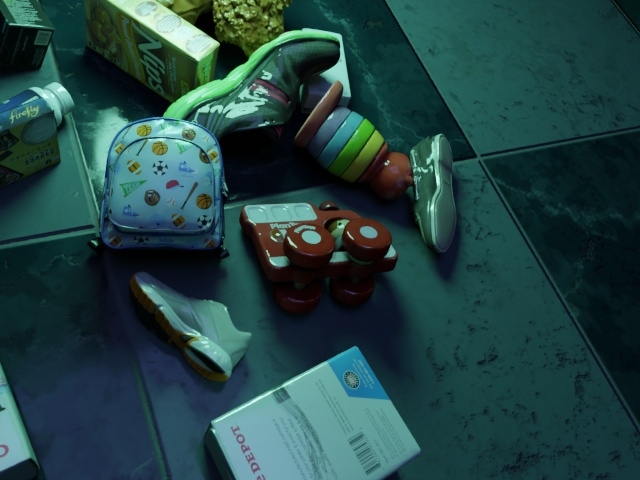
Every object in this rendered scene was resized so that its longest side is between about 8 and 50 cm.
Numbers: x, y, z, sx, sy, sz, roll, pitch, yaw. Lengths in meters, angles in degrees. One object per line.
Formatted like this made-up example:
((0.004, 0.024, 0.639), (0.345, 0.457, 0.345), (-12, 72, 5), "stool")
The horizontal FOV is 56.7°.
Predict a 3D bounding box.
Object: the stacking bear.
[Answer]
((0.094, -0.209, 1.414), (0.289, 0.175, 0.164), (36, 58, -5), "stacking bear")

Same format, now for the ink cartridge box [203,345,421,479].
((-0.018, 0.362, 1.046), (0.308, 0.129, 0.223), (-22, 70, -28), "ink cartridge box")

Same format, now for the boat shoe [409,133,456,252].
((0.268, -0.110, 1.459), (0.112, 0.096, 0.335), (35, 51, -40), "boat shoe")

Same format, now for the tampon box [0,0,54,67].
((-0.688, -0.483, 1.317), (0.101, 0.120, 0.161), (-15, 65, -49), "tampon box")

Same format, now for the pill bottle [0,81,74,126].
((-0.608, -0.262, 1.243), (0.094, 0.094, 0.169), (39, 56, 7), "pill bottle")

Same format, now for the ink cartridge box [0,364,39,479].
((-0.602, 0.263, 0.912), (0.226, 0.131, 0.306), (-23, 68, -28), "ink cartridge box")

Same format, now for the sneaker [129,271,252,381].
((-0.246, 0.145, 1.132), (0.262, 0.099, 0.121), (44, 49, 1), "sneaker")

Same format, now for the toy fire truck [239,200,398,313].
((0.000, 0.000, 1.263), (0.302, 0.169, 0.254), (-6, 44, -22), "toy fire truck")

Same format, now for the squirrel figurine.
((-0.264, -0.624, 1.474), (0.397, 0.281, 0.370), (29, 62, 3), "squirrel figurine")

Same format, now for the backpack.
((-0.305, -0.106, 1.159), (0.277, 0.213, 0.263), (3, 74, -18), "backpack")

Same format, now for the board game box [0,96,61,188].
((-0.626, -0.163, 1.136), (0.243, 0.165, 0.042), (-35, 76, -32), "board game box")

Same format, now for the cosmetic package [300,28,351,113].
((0.004, -0.441, 1.559), (0.117, 0.085, 0.231), (2, 59, -17), "cosmetic package")

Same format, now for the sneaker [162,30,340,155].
((-0.135, -0.314, 1.381), (0.483, 0.185, 0.202), (-38, 89, -14), "sneaker")

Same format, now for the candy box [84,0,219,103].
((-0.393, -0.453, 1.374), (0.316, 0.183, 0.087), (35, 57, 4), "candy box")
